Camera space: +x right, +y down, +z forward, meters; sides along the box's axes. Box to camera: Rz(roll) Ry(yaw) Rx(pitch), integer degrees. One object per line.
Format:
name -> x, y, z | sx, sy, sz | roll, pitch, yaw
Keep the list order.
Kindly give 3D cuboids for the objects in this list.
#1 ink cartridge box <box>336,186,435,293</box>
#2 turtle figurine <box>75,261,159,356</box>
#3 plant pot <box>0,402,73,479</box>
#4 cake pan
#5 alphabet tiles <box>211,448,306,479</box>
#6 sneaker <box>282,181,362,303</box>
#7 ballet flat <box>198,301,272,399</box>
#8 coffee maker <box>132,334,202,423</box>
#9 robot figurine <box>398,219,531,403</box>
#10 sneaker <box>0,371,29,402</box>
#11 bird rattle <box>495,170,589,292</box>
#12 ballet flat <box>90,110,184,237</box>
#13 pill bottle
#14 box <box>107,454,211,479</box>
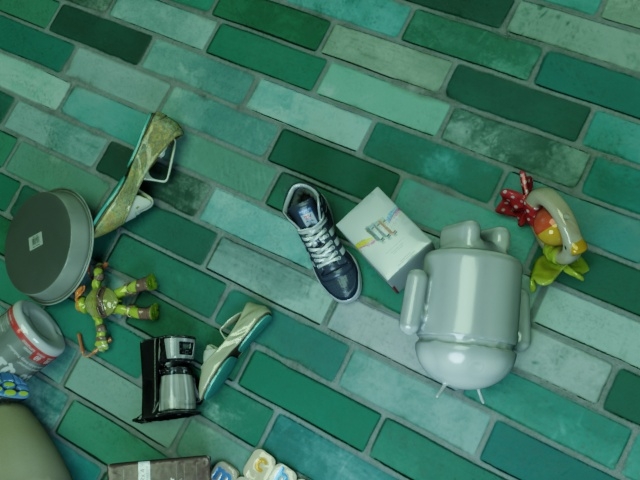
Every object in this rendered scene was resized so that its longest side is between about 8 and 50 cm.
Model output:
ink cartridge box -> 0.145, 0.000, 1.712 | 0.127, 0.128, 0.176 | -42, 67, 1
turtle figurine -> -0.497, 0.132, 1.876 | 0.217, 0.087, 0.270 | -8, 72, 13
plant pot -> -0.684, 0.506, 1.753 | 0.256, 0.256, 0.274 | -34, 51, 4
cake pan -> -0.670, 0.009, 1.931 | 0.293, 0.054, 0.293 | -7, 77, 33
alphabet tiles -> -0.139, 0.600, 1.674 | 0.284, 0.021, 0.278 | 30, 85, 21
sneaker -> 0.000, 0.000, 1.739 | 0.099, 0.153, 0.282 | -25, 69, 8
ballet flat -> -0.207, 0.239, 1.768 | 0.086, 0.086, 0.248 | 34, 77, 22
coffee maker -> -0.354, 0.307, 1.767 | 0.171, 0.120, 0.178 | -10, 71, 13
robot figurine -> 0.297, 0.142, 1.584 | 0.299, 0.200, 0.354 | 11, 79, -18
sneaker -> -0.750, 0.344, 1.776 | 0.188, 0.078, 0.067 | -2, 42, -16
bird rattle -> 0.466, -0.034, 1.604 | 0.143, 0.207, 0.254 | -14, 79, -8
ballet flat -> -0.439, -0.145, 1.937 | 0.123, 0.123, 0.349 | 24, 84, 21
pill bottle -> -0.761, 0.284, 1.866 | 0.283, 0.161, 0.161 | -38, 68, 3
box -> -0.320, 0.531, 1.612 | 0.203, 0.167, 0.169 | -3, 74, -9
